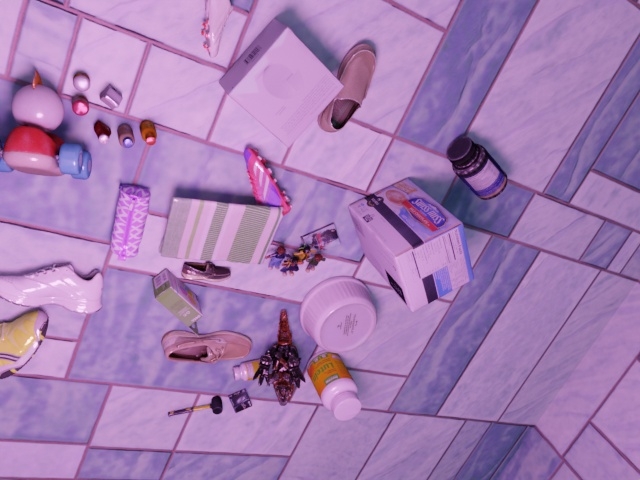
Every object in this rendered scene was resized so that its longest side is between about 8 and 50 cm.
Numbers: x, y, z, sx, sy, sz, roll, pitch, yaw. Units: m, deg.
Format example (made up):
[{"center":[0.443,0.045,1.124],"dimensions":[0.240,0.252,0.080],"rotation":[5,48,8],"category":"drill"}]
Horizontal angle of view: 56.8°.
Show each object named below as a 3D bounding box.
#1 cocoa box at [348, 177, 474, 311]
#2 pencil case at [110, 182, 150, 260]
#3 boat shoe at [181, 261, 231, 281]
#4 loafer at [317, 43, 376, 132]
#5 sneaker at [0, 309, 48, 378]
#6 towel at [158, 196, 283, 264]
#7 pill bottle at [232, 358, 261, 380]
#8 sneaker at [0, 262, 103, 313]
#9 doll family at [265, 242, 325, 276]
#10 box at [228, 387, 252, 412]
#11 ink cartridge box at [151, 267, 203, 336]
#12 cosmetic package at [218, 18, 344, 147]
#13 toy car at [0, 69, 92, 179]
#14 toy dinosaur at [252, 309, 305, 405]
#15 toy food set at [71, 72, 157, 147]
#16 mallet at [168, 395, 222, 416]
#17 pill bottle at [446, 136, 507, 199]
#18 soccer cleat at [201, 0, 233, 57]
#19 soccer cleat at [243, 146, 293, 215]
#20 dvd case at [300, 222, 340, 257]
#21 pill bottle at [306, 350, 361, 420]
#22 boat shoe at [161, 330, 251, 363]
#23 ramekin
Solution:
[{"center":[0.278,0.003,1.840],"dimensions":[0.228,0.347,0.231],"rotation":[-27,125,-7],"category":"cocoa box"},{"center":[-0.523,-0.053,1.627],"dimensions":[0.086,0.088,0.206],"rotation":[6,117,-24],"category":"pencil case"},{"center":[-0.346,0.093,1.808],"dimensions":[0.152,0.056,0.049],"rotation":[1,124,-23],"category":"boat shoe"},{"center":[0.087,-0.417,1.665],"dimensions":[0.102,0.092,0.269],"rotation":[15,112,-30],"category":"loafer"},{"center":[-0.931,0.310,1.636],"dimensions":[0.384,0.145,0.147],"rotation":[-35,127,-2],"category":"sneaker"},{"center":[-0.290,-0.025,1.732],"dimensions":[0.324,0.038,0.248],"rotation":[5,136,-24],"category":"towel"},{"center":[-0.244,0.452,2.060],"dimensions":[0.116,0.065,0.065],"rotation":[-8,122,-18],"category":"pill bottle"},{"center":[-0.750,0.119,1.640],"dimensions":[0.297,0.111,0.129],"rotation":[11,99,-32],"category":"sneaker"},{"center":[-0.079,0.058,1.870],"dimensions":[0.193,0.076,0.111],"rotation":[-14,159,-26],"category":"doll family"},{"center":[-0.290,0.581,2.145],"dimensions":[0.067,0.018,0.083],"rotation":[-21,125,-10],"category":"box"},{"center":[-0.418,0.189,1.802],"dimensions":[0.062,0.109,0.209],"rotation":[-37,126,2],"category":"ink cartridge box"},{"center":[-0.103,-0.412,1.560],"dimensions":[0.224,0.138,0.224],"rotation":[-46,124,8],"category":"cosmetic package"},{"center":[-0.665,-0.277,1.405],"dimensions":[0.219,0.210,0.238],"rotation":[5,89,-11],"category":"toy car"},{"center":[-0.137,0.409,2.020],"dimensions":[0.164,0.218,0.322],"rotation":[-19,96,6],"category":"toy dinosaur"},{"center":[-0.521,-0.304,1.466],"dimensions":[0.111,0.104,0.232],"rotation":[-44,126,6],"category":"toy food set"},{"center":[-0.438,0.586,2.081],"dimensions":[0.189,0.062,0.039],"rotation":[-5,120,-3],"category":"mallet"},{"center":[0.508,-0.238,1.933],"dimensions":[0.123,0.123,0.219],"rotation":[-47,125,8],"category":"pill bottle"},{"center":[-0.251,-0.551,1.460],"dimensions":[0.076,0.068,0.196],"rotation":[-7,118,-23],"category":"soccer cleat"},{"center":[-0.169,-0.159,1.722],"dimensions":[0.095,0.083,0.248],"rotation":[-31,129,2],"category":"soccer cleat"},{"center":[0.000,0.000,1.926],"dimensions":[0.119,0.013,0.087],"rotation":[-23,125,-8],"category":"dvd case"},{"center":[0.051,0.518,2.112],"dimensions":[0.136,0.246,0.136],"rotation":[-11,122,-17],"category":"pill bottle"},{"center":[-0.363,0.361,1.933],"dimensions":[0.302,0.098,0.109],"rotation":[10,114,-28],"category":"boat shoe"},{"center":[0.071,0.267,2.045],"dimensions":[0.272,0.127,0.273],"rotation":[-10,122,-17],"category":"ramekin"}]
